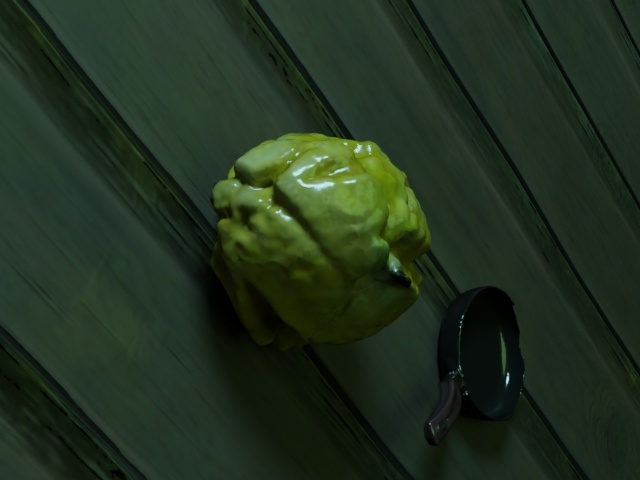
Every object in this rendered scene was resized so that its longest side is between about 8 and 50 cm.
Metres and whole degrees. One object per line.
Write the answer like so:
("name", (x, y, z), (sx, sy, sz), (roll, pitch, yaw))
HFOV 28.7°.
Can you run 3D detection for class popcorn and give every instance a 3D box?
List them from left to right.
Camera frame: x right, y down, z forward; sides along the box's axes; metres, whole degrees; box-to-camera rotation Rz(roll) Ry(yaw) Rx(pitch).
("popcorn", (0.000, 0.000, 0.827), (0.148, 0.152, 0.167), (-26, 133, -17))

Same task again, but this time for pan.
("pan", (0.116, 0.114, 1.018), (0.212, 0.040, 0.115), (-38, 113, -56))
